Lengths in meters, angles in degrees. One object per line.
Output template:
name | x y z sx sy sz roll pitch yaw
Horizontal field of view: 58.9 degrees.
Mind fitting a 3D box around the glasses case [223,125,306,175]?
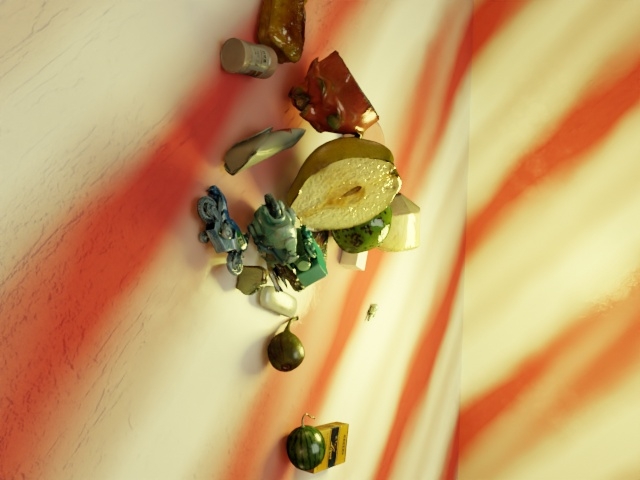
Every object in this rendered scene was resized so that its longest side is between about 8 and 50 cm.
glasses case | -0.167 -0.293 1.721 0.083 0.128 0.308 59 39 -6

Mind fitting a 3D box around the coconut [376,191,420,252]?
coconut | 0.316 -0.085 2.415 0.239 0.239 0.245 -22 112 -56

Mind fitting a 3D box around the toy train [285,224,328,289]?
toy train | -0.052 0.053 1.879 0.163 0.112 0.203 55 13 -32

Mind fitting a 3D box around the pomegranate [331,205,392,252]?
pomegranate | 0.141 -0.081 2.141 0.254 0.270 0.254 -37 162 -14

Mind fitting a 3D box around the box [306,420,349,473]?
box | 0.019 0.783 2.160 0.237 0.070 0.152 16 79 -55

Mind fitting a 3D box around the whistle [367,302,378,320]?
whistle | 0.229 0.314 2.489 0.100 0.035 0.035 -58 138 -35

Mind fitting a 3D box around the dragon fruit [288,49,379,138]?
dragon fruit | 0.038 -0.467 1.918 0.305 0.225 0.305 54 10 -14

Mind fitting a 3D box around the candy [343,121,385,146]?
candy | 0.175 -0.380 2.294 0.255 0.094 0.256 -9 100 -57

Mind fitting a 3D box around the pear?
pear | 0.066 -0.208 1.915 0.340 0.386 0.191 55 16 -51

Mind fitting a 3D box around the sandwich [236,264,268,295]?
sandwich | -0.204 0.120 1.712 0.035 0.104 0.093 16 76 -57

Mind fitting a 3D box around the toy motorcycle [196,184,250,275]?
toy motorcycle | -0.269 -0.029 1.615 0.255 0.092 0.135 66 30 -21

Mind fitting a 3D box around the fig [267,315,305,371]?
fig | -0.105 0.329 1.902 0.236 0.124 0.124 -79 152 -49

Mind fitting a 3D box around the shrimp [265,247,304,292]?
shrimp | -0.115 0.121 1.859 0.219 0.046 0.152 55 21 -35

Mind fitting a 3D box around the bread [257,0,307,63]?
bread | -0.097 -0.764 1.818 0.185 0.109 0.381 26 69 -55

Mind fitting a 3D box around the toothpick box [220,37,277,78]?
toothpick box | -0.208 -0.531 1.661 0.149 0.098 0.099 -12 102 -56

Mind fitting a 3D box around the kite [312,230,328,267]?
kite | 0.000 0.000 2.120 0.189 0.009 0.232 -62 140 -35

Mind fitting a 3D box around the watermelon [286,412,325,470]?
watermelon | -0.054 0.699 1.972 0.140 0.140 0.188 -6 86 -58

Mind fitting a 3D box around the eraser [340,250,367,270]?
eraser | 0.154 -0.032 2.303 0.076 0.078 0.298 32 65 -54

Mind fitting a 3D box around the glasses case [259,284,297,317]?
glasses case | -0.136 0.203 1.878 0.193 0.049 0.074 38 60 -54

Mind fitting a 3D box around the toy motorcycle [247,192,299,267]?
toy motorcycle | -0.132 -0.026 1.689 0.154 0.260 0.206 -22 87 -16
